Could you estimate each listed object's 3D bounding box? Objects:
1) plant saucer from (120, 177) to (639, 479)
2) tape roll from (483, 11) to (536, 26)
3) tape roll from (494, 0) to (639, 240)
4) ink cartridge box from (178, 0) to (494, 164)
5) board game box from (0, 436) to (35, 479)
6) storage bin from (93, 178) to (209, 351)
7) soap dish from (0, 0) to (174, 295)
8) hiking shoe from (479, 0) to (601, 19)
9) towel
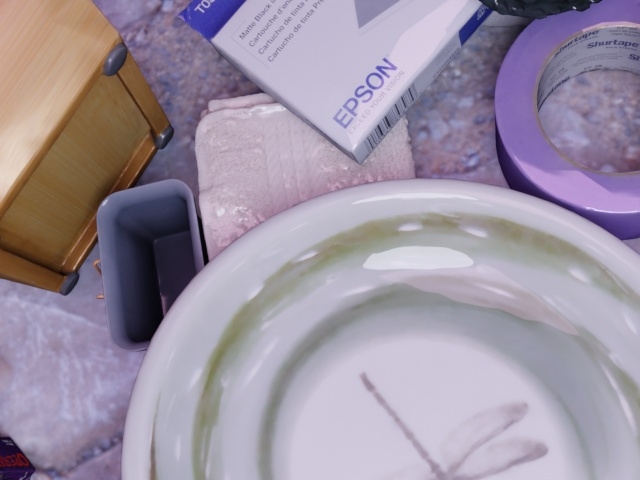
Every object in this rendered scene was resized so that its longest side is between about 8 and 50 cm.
[{"bbox_3d":[0.073,0.143,0.616,0.400,0.101,0.401,-1,57,1],"label":"plant saucer"},{"bbox_3d":[0.177,-0.383,0.838,0.391,0.072,0.392,-3,74,11],"label":"tape roll"},{"bbox_3d":[0.236,-0.100,0.740,0.188,0.080,0.189,-3,74,10],"label":"tape roll"},{"bbox_3d":[0.020,-0.214,0.763,0.224,0.045,0.223,40,88,18],"label":"ink cartridge box"},{"bbox_3d":[-0.396,0.283,0.693,0.347,0.208,0.056,-45,71,-2],"label":"board game box"},{"bbox_3d":[-0.132,0.032,0.772,0.098,0.091,0.135,-13,71,8],"label":"storage bin"},{"bbox_3d":[-0.228,-0.073,0.726,0.118,0.291,0.229,31,82,4],"label":"soap dish"},{"bbox_3d":[0.216,-0.276,0.705,0.304,0.113,0.132,-31,64,-16],"label":"hiking shoe"},{"bbox_3d":[0.000,0.000,0.759,0.187,0.049,0.282,-10,73,-4],"label":"towel"}]
